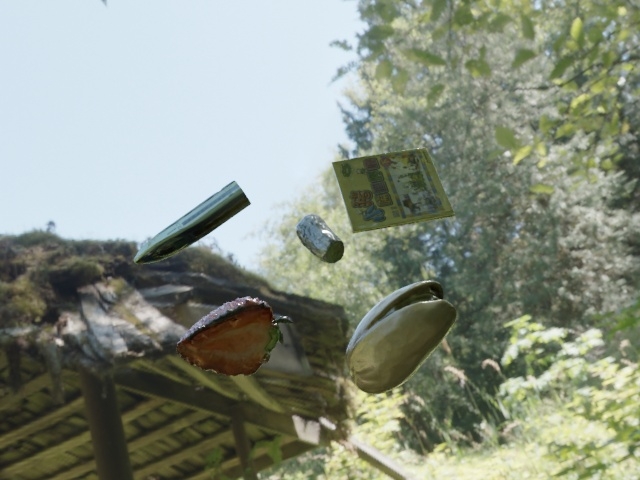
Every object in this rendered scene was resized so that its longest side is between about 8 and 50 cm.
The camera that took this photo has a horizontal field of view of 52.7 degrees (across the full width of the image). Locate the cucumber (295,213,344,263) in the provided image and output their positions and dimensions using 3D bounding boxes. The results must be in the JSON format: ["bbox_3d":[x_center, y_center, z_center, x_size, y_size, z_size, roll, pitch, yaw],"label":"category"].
[{"bbox_3d":[-0.001,-0.001,1.253,0.064,0.112,0.064,-18,-49,-22],"label":"cucumber"}]

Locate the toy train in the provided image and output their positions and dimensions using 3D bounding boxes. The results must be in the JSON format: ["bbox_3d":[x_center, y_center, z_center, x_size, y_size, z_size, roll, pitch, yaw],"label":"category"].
[{"bbox_3d":[-0.251,-0.020,1.262,0.252,0.048,0.055,-36,-37,-5],"label":"toy train"}]

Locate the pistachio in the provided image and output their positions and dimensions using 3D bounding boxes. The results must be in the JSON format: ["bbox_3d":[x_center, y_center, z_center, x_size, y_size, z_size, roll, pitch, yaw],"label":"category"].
[{"bbox_3d":[0.127,0.162,1.061,0.226,0.136,0.136,-49,-34,18],"label":"pistachio"}]

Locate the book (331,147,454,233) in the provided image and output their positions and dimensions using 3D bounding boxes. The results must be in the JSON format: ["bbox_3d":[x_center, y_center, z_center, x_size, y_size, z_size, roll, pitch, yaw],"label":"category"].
[{"bbox_3d":[0.132,-0.095,1.200,0.192,0.167,0.013,-10,-33,-8],"label":"book"}]

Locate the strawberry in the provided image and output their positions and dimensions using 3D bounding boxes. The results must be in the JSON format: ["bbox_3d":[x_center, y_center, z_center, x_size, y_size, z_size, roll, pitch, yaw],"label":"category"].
[{"bbox_3d":[-0.152,0.166,1.135,0.192,0.085,0.140,-35,-62,-15],"label":"strawberry"}]
